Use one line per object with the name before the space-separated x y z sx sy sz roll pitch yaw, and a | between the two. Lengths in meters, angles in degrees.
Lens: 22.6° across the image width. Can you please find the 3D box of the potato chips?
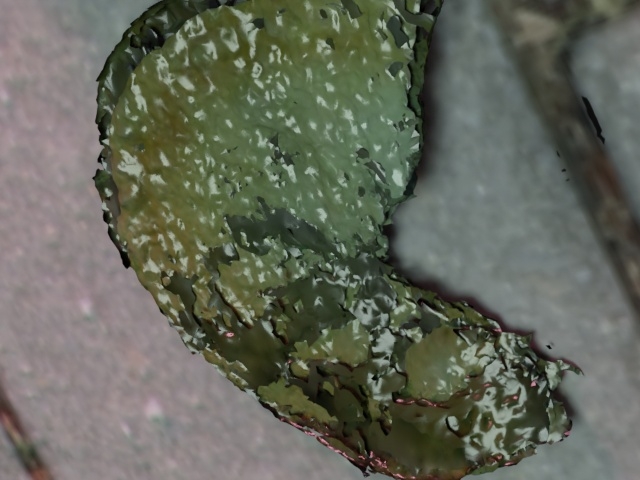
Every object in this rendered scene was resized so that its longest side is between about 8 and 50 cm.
potato chips | 0.002 -0.002 0.620 0.202 0.029 0.220 -23 98 38
